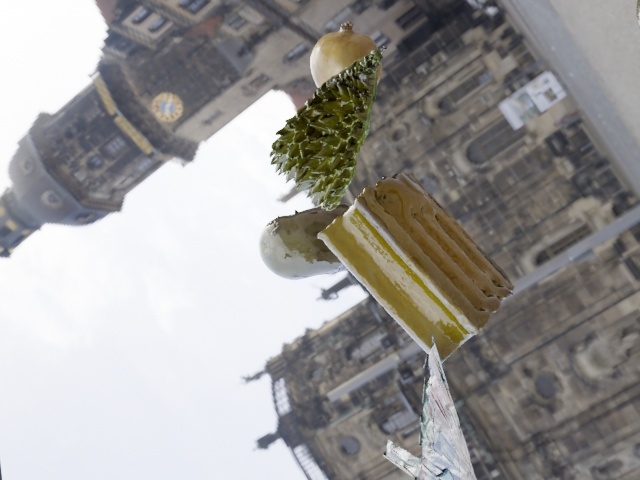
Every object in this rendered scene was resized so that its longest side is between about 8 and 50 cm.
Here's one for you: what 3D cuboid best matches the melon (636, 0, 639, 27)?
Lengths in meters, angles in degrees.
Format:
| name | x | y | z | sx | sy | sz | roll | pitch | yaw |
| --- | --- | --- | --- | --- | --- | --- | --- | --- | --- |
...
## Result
| name | x | y | z | sx | sy | sz | roll | pitch | yaw |
| --- | --- | --- | --- | --- | --- | --- | --- | --- | --- |
| melon | 0.499 | -0.338 | 1.138 | 0.099 | 0.099 | 0.162 | 46 | -133 | -27 |

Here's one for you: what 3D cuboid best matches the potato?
| name | x | y | z | sx | sy | sz | roll | pitch | yaw |
| --- | --- | --- | --- | --- | --- | --- | --- | --- | --- |
| potato | 0.000 | 0.000 | 1.696 | 0.165 | 0.262 | 0.165 | 165 | 90 | -86 |

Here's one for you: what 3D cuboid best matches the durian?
| name | x | y | z | sx | sy | sz | roll | pitch | yaw |
| --- | --- | --- | --- | --- | --- | --- | --- | --- | --- |
| durian | 0.039 | -0.186 | 1.422 | 0.198 | 0.394 | 0.163 | -32 | -110 | -35 |

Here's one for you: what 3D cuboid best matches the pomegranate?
| name | x | y | z | sx | sy | sz | roll | pitch | yaw |
| --- | --- | --- | --- | --- | --- | --- | --- | --- | --- |
| pomegranate | 0.065 | -0.450 | 2.021 | 0.196 | 0.196 | 0.196 | 48 | -160 | -23 |

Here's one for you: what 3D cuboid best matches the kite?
| name | x | y | z | sx | sy | sz | roll | pitch | yaw |
| --- | --- | --- | --- | --- | --- | --- | --- | --- | --- |
| kite | 0.157 | 0.336 | 1.163 | 0.014 | 0.406 | 0.368 | 8 | 177 | -14 |

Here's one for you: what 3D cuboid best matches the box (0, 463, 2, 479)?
| name | x | y | z | sx | sy | sz | roll | pitch | yaw |
| --- | --- | --- | --- | --- | --- | --- | --- | --- | --- |
| box | -0.499 | 0.368 | 1.064 | 0.153 | 0.092 | 0.245 | 0 | -153 | -25 |

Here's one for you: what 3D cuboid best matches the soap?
| name | x | y | z | sx | sy | sz | roll | pitch | yaw |
| --- | --- | --- | --- | --- | --- | --- | --- | --- | --- |
| soap | 0.170 | 0.031 | 1.319 | 0.281 | 0.143 | 0.259 | 47 | -151 | 10 |
